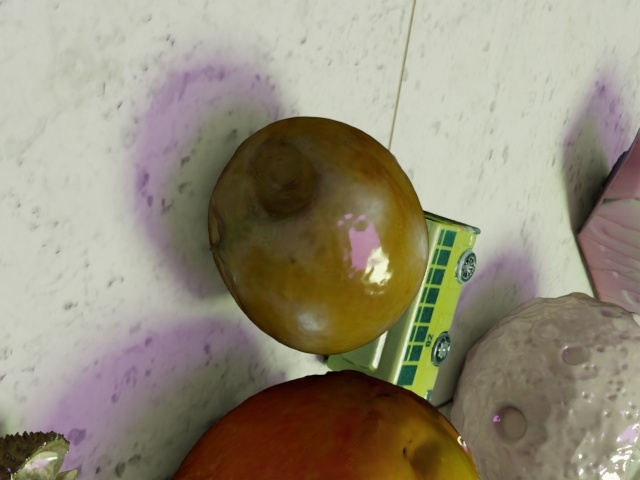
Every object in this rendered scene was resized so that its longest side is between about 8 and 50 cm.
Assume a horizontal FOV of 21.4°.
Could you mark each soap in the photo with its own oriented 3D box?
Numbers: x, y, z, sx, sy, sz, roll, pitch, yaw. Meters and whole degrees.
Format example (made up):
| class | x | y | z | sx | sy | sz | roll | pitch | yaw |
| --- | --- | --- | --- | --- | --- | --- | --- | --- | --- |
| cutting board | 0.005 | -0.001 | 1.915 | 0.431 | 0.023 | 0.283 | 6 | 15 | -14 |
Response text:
| class | x | y | z | sx | sy | sz | roll | pitch | yaw |
| --- | --- | --- | --- | --- | --- | --- | --- | --- | --- |
| soap | 0.396 | -0.001 | 1.930 | 0.109 | 0.192 | 0.324 | -56 | 147 | -21 |

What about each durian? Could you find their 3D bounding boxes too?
| class | x | y | z | sx | sy | sz | roll | pitch | yaw |
| --- | --- | --- | --- | --- | --- | --- | --- | --- | --- |
| durian | -0.231 | 0.193 | 1.190 | 0.110 | 0.071 | 0.140 | 68 | 38 | -55 |

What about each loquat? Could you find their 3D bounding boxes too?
| class | x | y | z | sx | sy | sz | roll | pitch | yaw |
| --- | --- | --- | --- | --- | --- | --- | --- | --- | --- |
| loquat | 0.000 | 0.000 | 1.337 | 0.179 | 0.179 | 0.227 | -61 | 157 | -13 |

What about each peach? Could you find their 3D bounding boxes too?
| class | x | y | z | sx | sy | sz | roll | pitch | yaw |
| --- | --- | --- | --- | --- | --- | --- | --- | --- | --- |
| peach | -0.004 | 0.283 | 1.389 | 0.372 | 0.289 | 0.373 | -36 | 135 | -48 |

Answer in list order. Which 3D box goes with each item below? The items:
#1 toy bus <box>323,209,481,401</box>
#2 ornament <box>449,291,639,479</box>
| class | x | y | z | sx | sy | sz | roll | pitch | yaw |
| --- | --- | --- | --- | --- | --- | --- | --- | --- | --- |
| toy bus | 0.073 | 0.058 | 1.568 | 0.101 | 0.088 | 0.175 | 9 | 98 | -57 |
| ornament | 0.257 | 0.180 | 1.793 | 0.259 | 0.225 | 0.259 | -36 | 138 | -42 |
